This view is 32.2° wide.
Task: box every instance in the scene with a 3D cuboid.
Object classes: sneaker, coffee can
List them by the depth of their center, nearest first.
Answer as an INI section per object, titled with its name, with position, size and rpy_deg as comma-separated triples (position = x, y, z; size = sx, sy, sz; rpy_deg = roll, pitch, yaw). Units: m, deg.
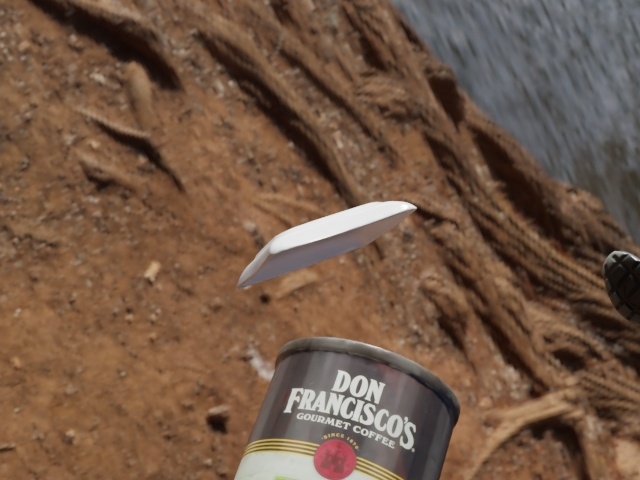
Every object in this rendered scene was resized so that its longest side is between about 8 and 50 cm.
[coffee can]
position = 0.009, 0.264, 1.105
size = 0.201, 0.201, 0.275
rpy_deg = 46, 52, -38
[sneaker]
position = 0.610, 0.122, 1.961
size = 0.267, 0.101, 0.106
rpy_deg = 49, 33, 19

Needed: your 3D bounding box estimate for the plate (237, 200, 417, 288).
[plate]
position = 0.000, 0.000, 1.957
size = 0.277, 0.278, 0.045
rpy_deg = -18, 82, -21
